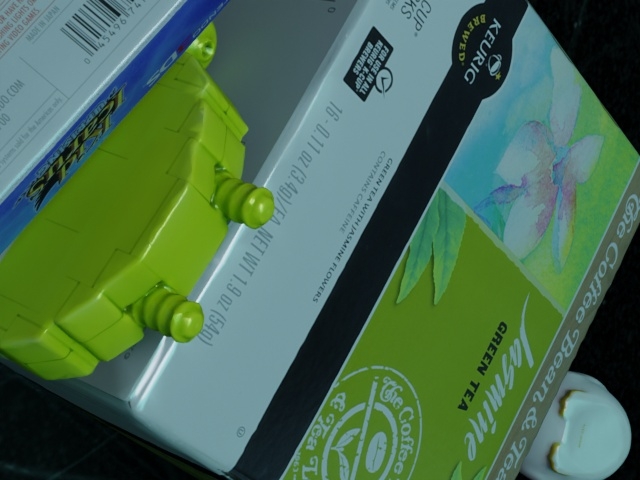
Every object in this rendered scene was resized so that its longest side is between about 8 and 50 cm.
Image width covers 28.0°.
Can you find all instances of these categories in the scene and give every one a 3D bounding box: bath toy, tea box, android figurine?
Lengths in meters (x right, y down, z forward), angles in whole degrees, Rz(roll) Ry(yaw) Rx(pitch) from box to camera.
[{"bbox_3d":[0.136,0.267,1.057,0.151,0.129,0.348,26,81,-22],"label":"bath toy"},{"bbox_3d":[0.000,0.000,0.808,0.323,0.220,0.329,41,72,-43],"label":"tea box"},{"bbox_3d":[-0.144,-0.029,0.648,0.248,0.272,0.056,-60,145,-16],"label":"android figurine"}]

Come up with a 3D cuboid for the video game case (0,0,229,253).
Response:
[{"bbox_3d":[-0.207,-0.112,0.587,0.244,0.061,0.269,40,82,6],"label":"video game case"}]
